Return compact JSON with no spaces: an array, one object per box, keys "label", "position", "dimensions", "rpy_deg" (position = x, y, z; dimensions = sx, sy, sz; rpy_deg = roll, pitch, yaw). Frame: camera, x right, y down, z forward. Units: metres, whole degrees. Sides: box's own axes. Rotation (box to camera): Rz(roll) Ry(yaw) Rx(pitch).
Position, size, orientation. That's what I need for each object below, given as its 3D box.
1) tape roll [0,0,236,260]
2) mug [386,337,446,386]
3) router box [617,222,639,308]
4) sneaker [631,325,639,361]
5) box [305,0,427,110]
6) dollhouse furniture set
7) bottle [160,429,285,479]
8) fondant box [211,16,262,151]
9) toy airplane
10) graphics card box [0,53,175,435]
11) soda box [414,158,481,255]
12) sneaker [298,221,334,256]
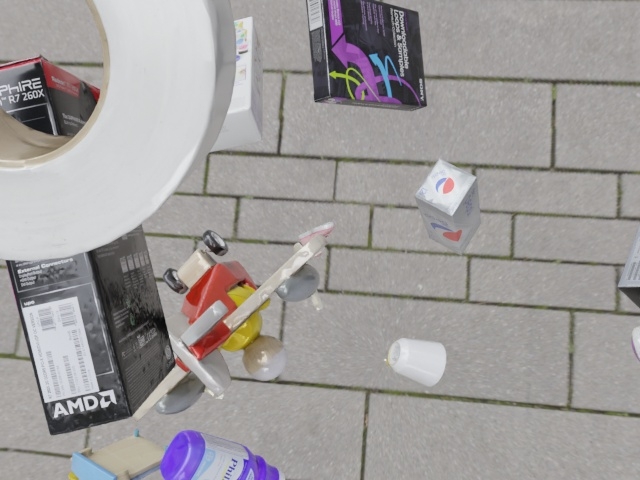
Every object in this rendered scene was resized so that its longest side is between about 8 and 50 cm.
[{"label":"tape roll","position":[-0.206,-0.134,0.462],"dimensions":[0.286,0.100,0.286],"rpy_deg":[1,109,2]},{"label":"mug","position":[0.124,0.167,0.906],"dimensions":[0.064,0.062,0.078],"rpy_deg":[18,123,-20]},{"label":"router box","position":[0.519,-0.004,0.836],"dimensions":[0.243,0.081,0.308],"rpy_deg":[38,68,-23]},{"label":"sneaker","position":[0.693,0.206,1.138],"dimensions":[0.305,0.152,0.114],"rpy_deg":[20,50,-21]},{"label":"box","position":[0.055,-0.207,0.732],"dimensions":[0.029,0.162,0.116],"rpy_deg":[-5,91,46]},{"label":"dollhouse furniture set","position":[-0.396,0.587,1.563],"dimensions":[0.303,0.286,0.198],"rpy_deg":[16,103,28]},{"label":"bottle","position":[-0.199,0.493,1.419],"dimensions":[0.092,0.283,0.118],"rpy_deg":[29,88,54]},{"label":"fondant box","position":[-0.249,-0.332,1.435],"dimensions":[0.238,0.096,0.330],"rpy_deg":[-11,51,8]},{"label":"toy airplane","position":[-0.165,0.168,1.206],"dimensions":[0.272,0.386,0.384],"rpy_deg":[43,57,-18]},{"label":"graphics card box","position":[-0.269,0.003,0.755],"dimensions":[0.094,0.233,0.370],"rpy_deg":[-14,94,-1]},{"label":"soda box","position":[0.281,-0.064,1.427],"dimensions":[0.091,0.286,0.098],"rpy_deg":[31,82,22]},{"label":"sneaker","position":[0.000,0.000,1.614],"dimensions":[0.051,0.134,0.070],"rpy_deg":[-22,89,-36]}]
